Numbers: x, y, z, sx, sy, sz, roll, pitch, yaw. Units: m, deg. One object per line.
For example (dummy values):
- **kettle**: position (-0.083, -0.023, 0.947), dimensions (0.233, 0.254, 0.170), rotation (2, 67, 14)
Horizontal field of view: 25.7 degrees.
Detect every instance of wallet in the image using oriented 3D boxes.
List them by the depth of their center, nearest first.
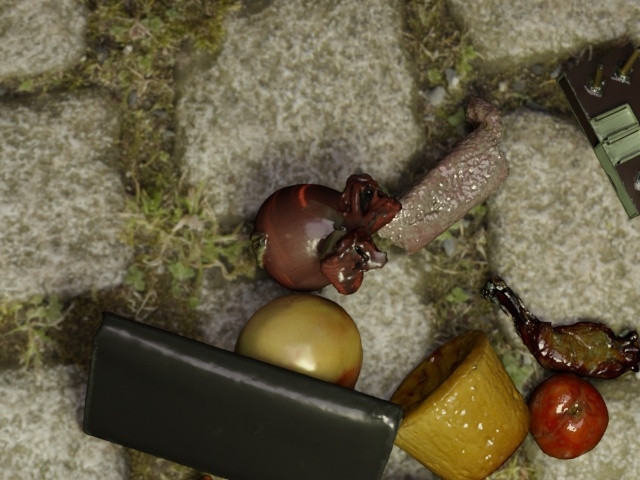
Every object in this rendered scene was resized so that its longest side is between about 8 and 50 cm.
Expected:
- **wallet**: position (-0.107, 0.233, 1.829), dimensions (0.406, 0.228, 0.062), rotation (18, 44, 4)

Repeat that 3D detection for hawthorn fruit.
- **hawthorn fruit**: position (0.344, 0.242, 1.954), dimensions (0.128, 0.128, 0.128), rotation (2, 78, -7)

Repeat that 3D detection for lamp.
- **lamp**: position (-0.010, -0.006, 1.906), dimensions (0.151, 0.223, 0.215), rotation (36, 41, -17)

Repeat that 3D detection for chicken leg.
- **chicken leg**: position (0.342, 0.135, 2.011), dimensions (0.253, 0.051, 0.106), rotation (26, 70, -1)

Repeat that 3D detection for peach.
- **peach**: position (-0.027, 0.156, 1.892), dimensions (0.184, 0.184, 0.184), rotation (2, 78, -7)

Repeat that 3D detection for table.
- **table**: position (0.467, -0.171, 2.063), dimensions (0.122, 0.111, 0.240), rotation (-25, 82, -11)

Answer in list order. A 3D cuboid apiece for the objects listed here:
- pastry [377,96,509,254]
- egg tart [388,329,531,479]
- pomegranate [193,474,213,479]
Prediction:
- **pastry**: position (0.187, -0.082, 2.013), dimensions (0.112, 0.103, 0.265), rotation (41, 77, -5)
- **egg tart**: position (0.192, 0.235, 1.900), dimensions (0.202, 0.202, 0.147), rotation (-45, 95, -14)
- **pomegranate**: position (-0.171, 0.407, 1.821), dimensions (0.214, 0.214, 0.248), rotation (20, 42, -3)
